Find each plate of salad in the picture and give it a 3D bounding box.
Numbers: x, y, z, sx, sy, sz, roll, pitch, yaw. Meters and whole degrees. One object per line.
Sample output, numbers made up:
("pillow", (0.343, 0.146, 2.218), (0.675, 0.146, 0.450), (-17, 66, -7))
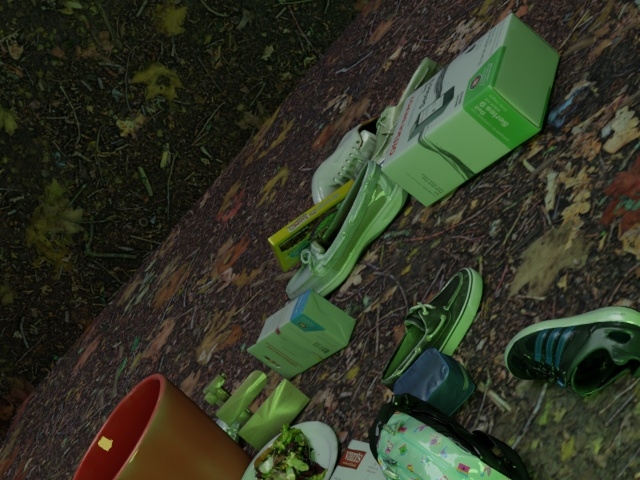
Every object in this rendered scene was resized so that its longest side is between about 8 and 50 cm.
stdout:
("plate of salad", (-0.059, 0.352, 1.574), (0.199, 0.048, 0.200), (-31, 28, 19))

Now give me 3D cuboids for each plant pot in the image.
("plant pot", (-0.243, 0.394, 1.694), (0.275, 0.243, 0.275), (-47, 19, 22))

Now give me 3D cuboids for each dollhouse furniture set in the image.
("dollhouse furniture set", (-0.116, 0.269, 1.818), (0.123, 0.144, 0.151), (-49, 3, -2))

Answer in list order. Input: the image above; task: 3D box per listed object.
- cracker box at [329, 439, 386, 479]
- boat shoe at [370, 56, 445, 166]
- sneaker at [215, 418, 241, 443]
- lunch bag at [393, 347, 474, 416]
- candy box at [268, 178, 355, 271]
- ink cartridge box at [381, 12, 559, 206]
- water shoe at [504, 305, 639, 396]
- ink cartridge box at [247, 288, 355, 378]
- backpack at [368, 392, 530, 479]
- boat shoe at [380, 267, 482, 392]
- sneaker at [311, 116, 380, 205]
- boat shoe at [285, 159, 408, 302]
("cracker box", (0.041, 0.372, 1.299), (0.232, 0.067, 0.155), (-59, 18, -17))
("boat shoe", (0.161, -0.228, 2.052), (0.302, 0.094, 0.109), (-54, 2, -13))
("sneaker", (-0.172, 0.357, 1.884), (0.061, 0.053, 0.152), (-60, 14, 23))
("lunch bag", (0.149, 0.198, 1.356), (0.098, 0.065, 0.067), (-48, 34, 15))
("candy box", (-0.004, -0.028, 2.029), (0.206, 0.027, 0.105), (-36, -30, -10))
("ink cartridge box", (0.253, -0.218, 1.778), (0.289, 0.121, 0.211), (-36, 24, 45))
("water shoe", (0.273, 0.132, 1.146), (0.203, 0.073, 0.080), (-33, 29, 50))
("ink cartridge box", (-0.037, 0.167, 1.823), (0.181, 0.104, 0.062), (-36, 24, 44))
("backpack", (0.145, 0.260, 1.152), (0.115, 0.152, 0.182), (-62, 28, -1))
("boat shoe", (0.158, 0.122, 1.464), (0.219, 0.070, 0.077), (-60, 19, -20))
("sneaker", (0.068, -0.163, 2.178), (0.123, 0.106, 0.290), (-40, 20, 44))
("boat shoe", (0.033, -0.008, 1.979), (0.320, 0.103, 0.118), (-49, 18, 16))
